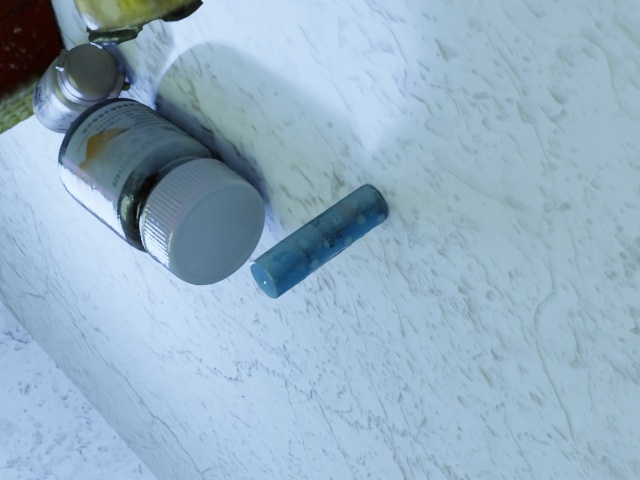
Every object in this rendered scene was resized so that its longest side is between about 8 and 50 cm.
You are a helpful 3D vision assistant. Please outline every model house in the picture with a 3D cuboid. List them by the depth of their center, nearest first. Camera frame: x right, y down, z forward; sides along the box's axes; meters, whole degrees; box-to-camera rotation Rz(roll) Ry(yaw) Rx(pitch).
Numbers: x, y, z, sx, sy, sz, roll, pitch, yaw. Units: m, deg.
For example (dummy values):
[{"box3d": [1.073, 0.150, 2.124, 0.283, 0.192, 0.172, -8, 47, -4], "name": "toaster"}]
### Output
[{"box3d": [-0.492, -0.262, 1.906, 0.160, 0.196, 0.254, 33, 150, 38], "name": "model house"}]

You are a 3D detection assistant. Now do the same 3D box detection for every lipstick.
[{"box3d": [0.000, 0.000, 1.345, 0.048, 0.158, 0.048, 43, 154, 27], "name": "lipstick"}]

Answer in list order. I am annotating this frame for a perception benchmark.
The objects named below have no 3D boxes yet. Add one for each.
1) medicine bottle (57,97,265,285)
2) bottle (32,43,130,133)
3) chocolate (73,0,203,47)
[{"box3d": [-0.210, -0.067, 1.658, 0.273, 0.165, 0.165, 34, 149, 40], "name": "medicine bottle"}, {"box3d": [-0.337, -0.215, 1.801, 0.110, 0.097, 0.209, 21, 165, -19], "name": "bottle"}, {"box3d": [-0.243, -0.423, 1.250, 0.162, 0.162, 0.445, 23, 140, 51], "name": "chocolate"}]
